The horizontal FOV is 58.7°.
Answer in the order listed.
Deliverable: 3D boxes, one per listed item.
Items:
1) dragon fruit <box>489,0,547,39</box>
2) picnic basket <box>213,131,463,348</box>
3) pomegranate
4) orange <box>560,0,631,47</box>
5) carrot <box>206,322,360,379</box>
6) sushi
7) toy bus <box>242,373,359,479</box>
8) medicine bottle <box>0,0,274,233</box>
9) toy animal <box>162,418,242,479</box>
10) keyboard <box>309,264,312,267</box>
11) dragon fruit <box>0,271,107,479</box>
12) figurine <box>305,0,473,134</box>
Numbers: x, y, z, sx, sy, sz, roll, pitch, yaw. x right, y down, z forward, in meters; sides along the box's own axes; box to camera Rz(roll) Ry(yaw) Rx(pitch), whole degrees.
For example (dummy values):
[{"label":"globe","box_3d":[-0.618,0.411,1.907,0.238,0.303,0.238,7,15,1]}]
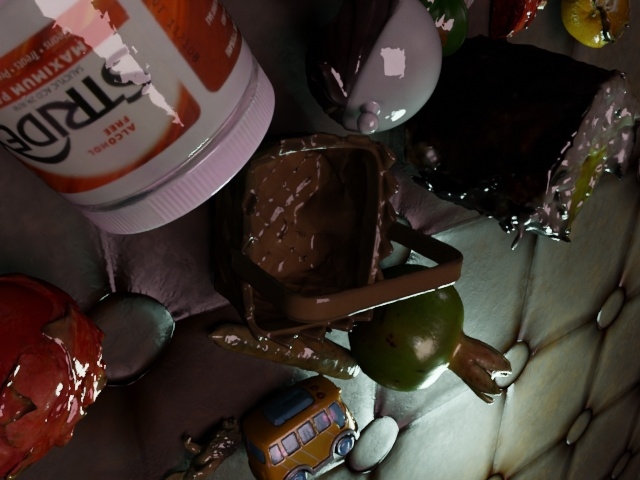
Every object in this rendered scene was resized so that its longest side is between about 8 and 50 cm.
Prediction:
[{"label":"dragon fruit","box_3d":[0.360,-0.436,0.993,0.106,0.083,0.162,-25,123,-30]},{"label":"picnic basket","box_3d":[0.000,0.000,0.767,0.254,0.321,0.292,-10,115,-31]},{"label":"pomegranate","box_3d":[0.193,0.175,1.019,0.236,0.301,0.236,-50,154,-35]},{"label":"orange","box_3d":[0.520,-0.452,1.089,0.160,0.112,0.170,24,63,-37]},{"label":"carrot","box_3d":[-0.051,0.188,0.987,0.342,0.070,0.070,24,96,-41]},{"label":"sushi","box_3d":[0.309,-0.163,0.911,0.299,0.294,0.282,0,118,-51]},{"label":"toy bus","box_3d":[-0.040,0.339,1.032,0.209,0.126,0.136,-28,118,-25]},{"label":"medicine bottle","box_3d":[-0.207,-0.173,0.555,0.252,0.252,0.241,-47,132,-10]},{"label":"toy animal","box_3d":[-0.219,0.385,0.949,0.219,0.069,0.086,-38,140,-15]},{"label":"keyboard","box_3d":[-0.014,0.064,0.990,0.198,0.010,0.064,-41,132,-15]},{"label":"dragon fruit","box_3d":[-0.363,0.148,0.615,0.252,0.241,0.241,-6,116,-20]},{"label":"figurine","box_3d":[0.112,-0.276,0.791,0.370,0.167,0.281,-48,169,-35]}]
